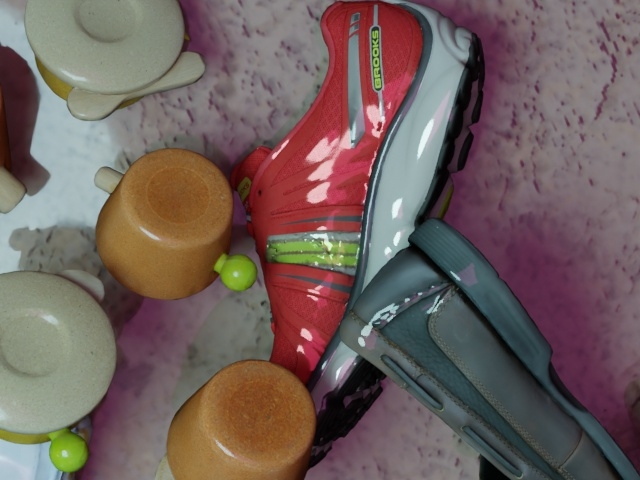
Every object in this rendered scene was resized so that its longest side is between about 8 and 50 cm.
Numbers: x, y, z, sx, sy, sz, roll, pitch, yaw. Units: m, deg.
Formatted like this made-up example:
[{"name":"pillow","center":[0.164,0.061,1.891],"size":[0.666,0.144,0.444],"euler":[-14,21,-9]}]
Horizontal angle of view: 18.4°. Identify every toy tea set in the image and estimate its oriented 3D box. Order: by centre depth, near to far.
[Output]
[{"name":"toy tea set","center":[-0.130,0.018,1.046],"size":[0.200,0.124,0.336],"euler":[-16,69,-21]}]

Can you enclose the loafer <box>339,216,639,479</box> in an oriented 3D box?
[{"name":"loafer","center":[0.100,0.104,1.063],"size":[0.084,0.096,0.267],"euler":[-40,119,-6]}]

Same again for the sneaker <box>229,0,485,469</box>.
[{"name":"sneaker","center":[0.000,0.000,1.091],"size":[0.118,0.107,0.279],"euler":[20,91,15]}]

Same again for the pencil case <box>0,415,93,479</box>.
[{"name":"pencil case","center":[-0.204,0.209,1.064],"size":[0.113,0.124,0.273],"euler":[14,86,-34]}]
